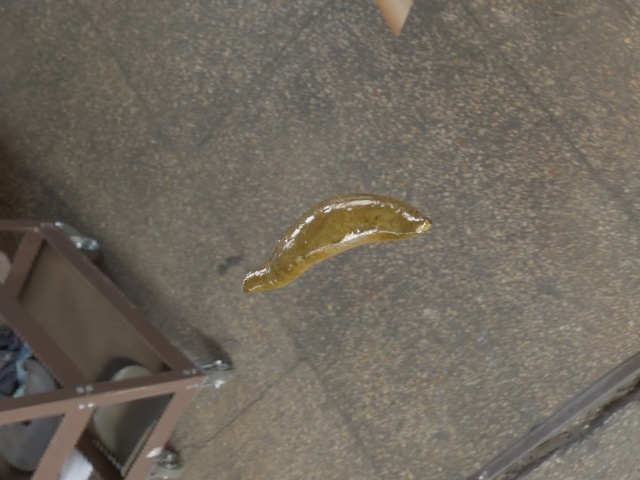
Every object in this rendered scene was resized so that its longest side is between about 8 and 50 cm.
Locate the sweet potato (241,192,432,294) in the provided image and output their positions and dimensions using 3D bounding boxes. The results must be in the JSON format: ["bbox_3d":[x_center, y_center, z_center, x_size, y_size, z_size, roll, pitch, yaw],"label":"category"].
[{"bbox_3d":[-0.003,0.000,0.894,0.250,0.069,0.059,-24,39,36],"label":"sweet potato"}]
